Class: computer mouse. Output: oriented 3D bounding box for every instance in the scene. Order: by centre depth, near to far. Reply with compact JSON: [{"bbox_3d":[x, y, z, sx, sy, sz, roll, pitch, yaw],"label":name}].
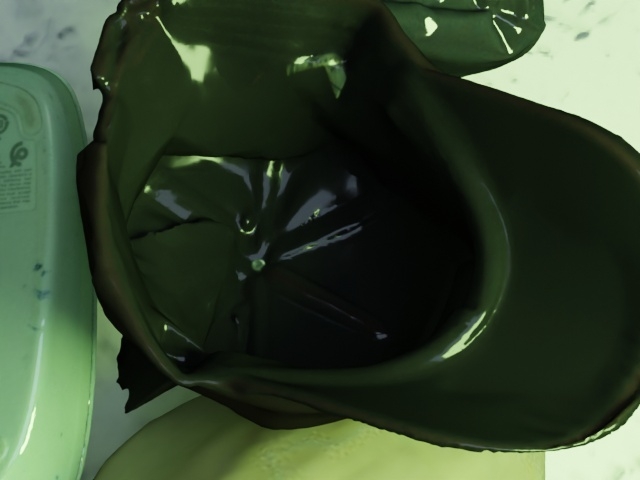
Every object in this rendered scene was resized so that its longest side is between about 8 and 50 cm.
[{"bbox_3d":[-0.201,0.040,0.827,0.159,0.097,0.288,-6,71,16],"label":"computer mouse"}]

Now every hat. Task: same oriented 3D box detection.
[{"bbox_3d":[0.021,0.022,0.770,0.336,0.209,0.238,28,67,20],"label":"hat"}]

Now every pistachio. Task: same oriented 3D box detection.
[{"bbox_3d":[0.002,0.174,0.823,0.332,0.208,0.226,-25,66,-28],"label":"pistachio"}]

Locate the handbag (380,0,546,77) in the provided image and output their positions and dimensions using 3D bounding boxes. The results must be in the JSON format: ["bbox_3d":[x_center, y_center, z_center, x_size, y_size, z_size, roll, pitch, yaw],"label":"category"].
[{"bbox_3d":[-0.004,-0.257,0.901,0.275,0.178,0.302,3,81,-32],"label":"handbag"}]
